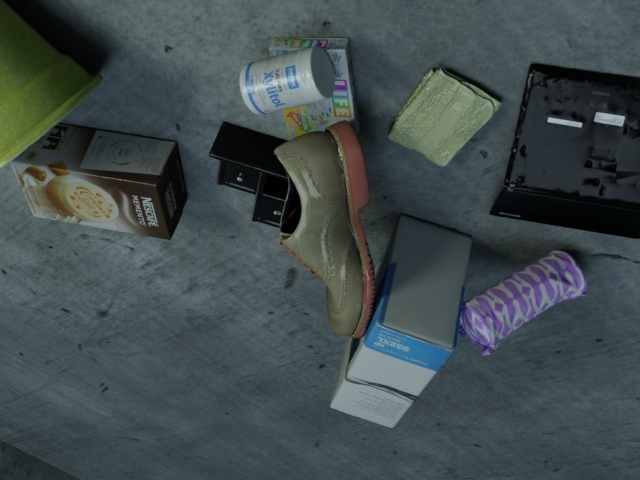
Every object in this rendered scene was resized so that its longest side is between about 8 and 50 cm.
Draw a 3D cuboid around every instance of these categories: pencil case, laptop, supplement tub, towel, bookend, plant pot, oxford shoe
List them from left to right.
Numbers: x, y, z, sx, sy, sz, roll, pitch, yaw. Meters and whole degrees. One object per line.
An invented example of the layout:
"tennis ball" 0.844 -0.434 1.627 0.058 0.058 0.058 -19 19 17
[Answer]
"plant pot" -0.483 -0.233 1.027 0.276 0.276 0.254 -20 120 37
"bookend" -0.096 -0.087 1.201 0.157 0.072 0.156 18 143 -2
"supplement tub" -0.043 -0.205 0.990 0.107 0.071 0.071 -8 137 28
"oxford shoe" 0.000 0.000 1.117 0.130 0.123 0.348 -14 118 -14
"towel" 0.165 -0.166 1.049 0.110 0.027 0.148 25 141 -11
"pencil case" 0.313 0.093 1.189 0.088 0.206 0.086 59 166 10
"laptop" 0.374 -0.110 1.058 0.234 0.136 0.264 9 117 7

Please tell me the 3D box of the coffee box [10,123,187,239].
"coffee box" -0.356 -0.098 1.255 0.246 0.098 0.141 9 142 8

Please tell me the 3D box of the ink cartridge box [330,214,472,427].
"ink cartridge box" 0.129 0.144 1.289 0.129 0.223 0.307 18 143 -2

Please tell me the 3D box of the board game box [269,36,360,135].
"board game box" -0.005 -0.207 1.055 0.103 0.026 0.154 4 141 14
